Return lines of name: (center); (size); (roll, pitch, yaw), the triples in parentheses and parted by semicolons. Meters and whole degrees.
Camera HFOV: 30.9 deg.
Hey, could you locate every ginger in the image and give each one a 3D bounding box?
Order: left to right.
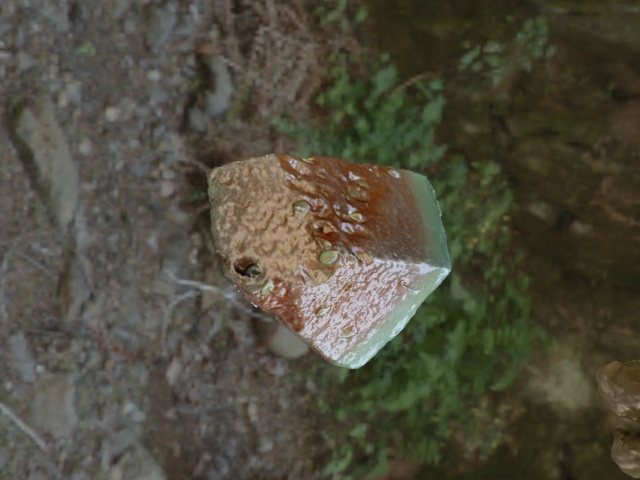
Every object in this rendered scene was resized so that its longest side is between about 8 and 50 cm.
ginger: (0.298, 0.193, 0.971); (0.065, 0.149, 0.259); (-31, 127, -19)

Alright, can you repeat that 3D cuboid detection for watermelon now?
watermelon: (0.000, 0.000, 1.126); (0.256, 0.140, 0.193); (25, 48, -42)
